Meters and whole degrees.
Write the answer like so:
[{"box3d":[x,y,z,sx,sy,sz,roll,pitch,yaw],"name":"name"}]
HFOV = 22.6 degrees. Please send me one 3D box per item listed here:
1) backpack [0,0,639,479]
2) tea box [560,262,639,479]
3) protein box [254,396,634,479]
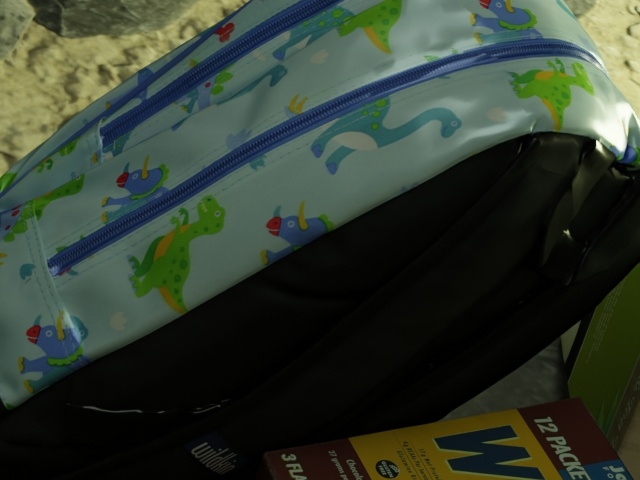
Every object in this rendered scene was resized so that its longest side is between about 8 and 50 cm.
[{"box3d":[0.000,0.000,0.853,0.290,0.355,0.273,36,38,-49],"name":"backpack"},{"box3d":[0.352,0.074,1.046,0.329,0.220,0.323,18,18,-2],"name":"tea box"},{"box3d":[0.058,0.211,0.853,0.200,0.201,0.136,-6,46,-28],"name":"protein box"}]
